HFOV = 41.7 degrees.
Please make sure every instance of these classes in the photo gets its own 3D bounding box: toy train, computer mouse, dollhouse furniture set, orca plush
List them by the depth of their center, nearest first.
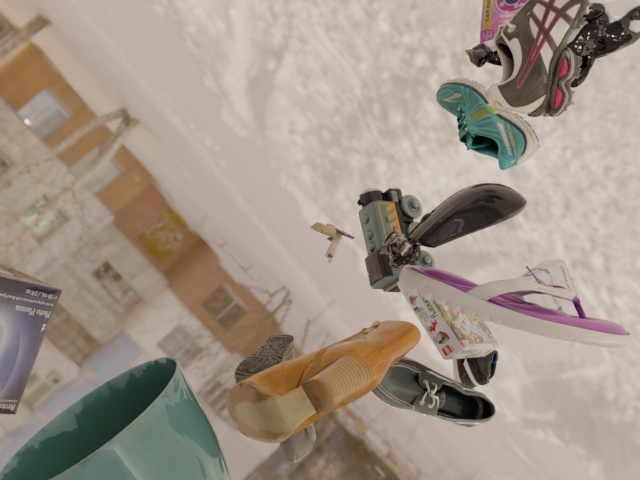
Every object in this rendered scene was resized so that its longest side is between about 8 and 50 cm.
[{"bbox_3d":[0.375,-0.287,1.290,0.151,0.287,0.102,134,123,-77],"label":"orca plush"},{"bbox_3d":[0.230,-0.042,1.488,0.188,0.272,0.072,-116,3,-83],"label":"computer mouse"},{"bbox_3d":[0.000,0.000,1.975,0.114,0.081,0.091,19,-172,-45],"label":"dollhouse furniture set"},{"bbox_3d":[0.208,-0.002,2.410,0.142,0.190,0.334,-35,58,48],"label":"toy train"}]

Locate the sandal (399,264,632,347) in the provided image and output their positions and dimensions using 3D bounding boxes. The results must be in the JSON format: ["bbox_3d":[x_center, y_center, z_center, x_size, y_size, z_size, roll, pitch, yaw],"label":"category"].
[{"bbox_3d":[0.337,0.093,1.470,0.416,0.102,0.169,15,-172,19],"label":"sandal"}]

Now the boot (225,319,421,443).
[{"bbox_3d":[0.006,0.209,1.276,0.295,0.211,0.104,-26,90,48],"label":"boot"}]

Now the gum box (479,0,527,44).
[{"bbox_3d":[0.349,-0.417,1.494,0.107,0.189,0.062,-3,164,35],"label":"gum box"}]

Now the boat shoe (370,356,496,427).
[{"bbox_3d":[0.243,0.329,1.830,0.319,0.116,0.099,25,161,-22],"label":"boat shoe"}]

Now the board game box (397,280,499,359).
[{"bbox_3d":[0.289,0.168,1.862,0.193,0.053,0.305,59,-161,19],"label":"board game box"}]

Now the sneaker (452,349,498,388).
[{"bbox_3d":[0.406,0.280,2.222,0.079,0.121,0.217,21,-124,-56],"label":"sneaker"}]

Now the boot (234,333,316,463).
[{"bbox_3d":[-0.073,0.287,1.438,0.076,0.189,0.209,3,108,26],"label":"boot"}]

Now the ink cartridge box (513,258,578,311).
[{"bbox_3d":[0.510,0.122,1.943,0.063,0.150,0.109,-7,107,62],"label":"ink cartridge box"}]

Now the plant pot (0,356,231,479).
[{"bbox_3d":[-0.260,0.345,1.179,0.235,0.293,0.293,58,170,-12],"label":"plant pot"}]

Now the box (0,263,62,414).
[{"bbox_3d":[-0.732,0.191,1.725,0.182,0.294,0.296,19,177,26],"label":"box"}]

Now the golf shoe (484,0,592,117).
[{"bbox_3d":[0.313,-0.313,1.190,0.120,0.273,0.105,9,178,0],"label":"golf shoe"}]

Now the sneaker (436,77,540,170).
[{"bbox_3d":[0.325,-0.243,1.731,0.275,0.110,0.107,46,169,38],"label":"sneaker"}]
